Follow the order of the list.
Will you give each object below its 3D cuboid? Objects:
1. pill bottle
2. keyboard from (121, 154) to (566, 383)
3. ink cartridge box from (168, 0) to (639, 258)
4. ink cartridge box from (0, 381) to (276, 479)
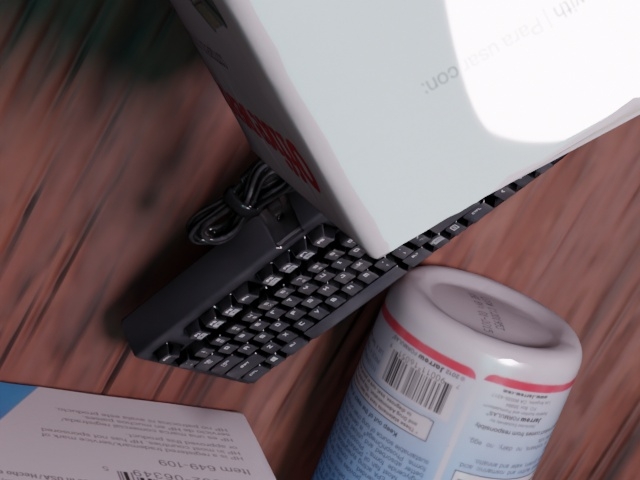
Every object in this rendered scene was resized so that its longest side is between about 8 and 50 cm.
[{"bbox_3d":[0.044,0.098,0.816,0.087,0.087,0.160,14,110,-24],"label":"pill bottle"},{"bbox_3d":[0.000,0.000,0.741,0.180,0.023,0.108,-38,139,29],"label":"keyboard"},{"bbox_3d":[-0.021,-0.158,0.566,0.121,0.211,0.289,-30,105,-4],"label":"ink cartridge box"},{"bbox_3d":[-0.108,0.199,0.707,0.198,0.270,0.197,10,111,-22],"label":"ink cartridge box"}]
